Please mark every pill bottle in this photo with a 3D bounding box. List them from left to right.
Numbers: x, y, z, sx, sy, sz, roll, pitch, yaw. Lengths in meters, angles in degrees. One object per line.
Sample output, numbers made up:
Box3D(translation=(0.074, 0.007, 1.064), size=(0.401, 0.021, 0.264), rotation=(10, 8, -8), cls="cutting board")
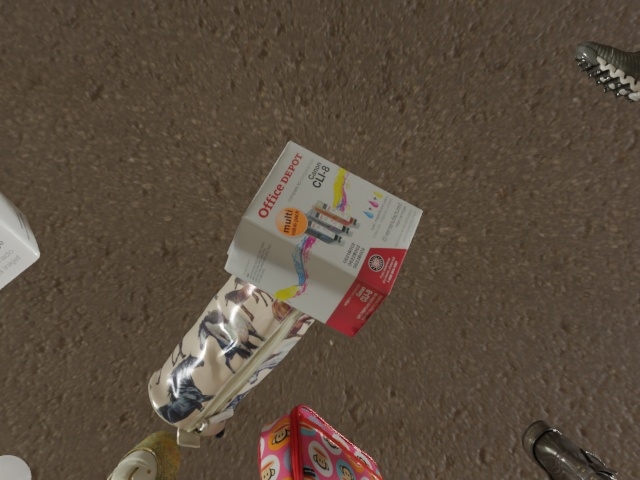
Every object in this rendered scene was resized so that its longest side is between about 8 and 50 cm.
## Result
Box3D(translation=(-0.497, 0.388, 0.958), size=(0.086, 0.086, 0.152), rotation=(45, 113, 0), cls="pill bottle")

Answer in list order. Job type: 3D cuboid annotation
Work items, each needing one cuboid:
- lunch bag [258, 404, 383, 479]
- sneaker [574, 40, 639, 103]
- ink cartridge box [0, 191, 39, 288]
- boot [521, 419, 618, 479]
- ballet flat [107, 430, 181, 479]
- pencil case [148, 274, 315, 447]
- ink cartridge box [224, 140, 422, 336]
Box3D(translation=(0.012, 0.441, 1.164), size=(0.120, 0.258, 0.293), rotation=(-36, 120, 15), cls="lunch bag")
Box3D(translation=(0.484, -0.244, 0.922), size=(0.234, 0.078, 0.106), rotation=(27, 97, 2), cls="sneaker")
Box3D(translation=(-0.439, -0.033, 0.565), size=(0.211, 0.121, 0.289), rotation=(-41, 128, -8), cls="ink cartridge box")
Box3D(translation=(0.462, 0.415, 1.042), size=(0.263, 0.229, 0.091), rotation=(38, 88, -24), cls="boot")
Box3D(translation=(-0.330, 0.459, 1.082), size=(0.123, 0.123, 0.348), rotation=(14, 46, 0), cls="ballet flat")
Box3D(translation=(-0.118, 0.157, 1.087), size=(0.160, 0.183, 0.410), rotation=(25, 112, -42), cls="pencil case")
Box3D(translation=(0.000, 0.000, 0.741), size=(0.176, 0.127, 0.128), rotation=(27, 57, -1), cls="ink cartridge box")
